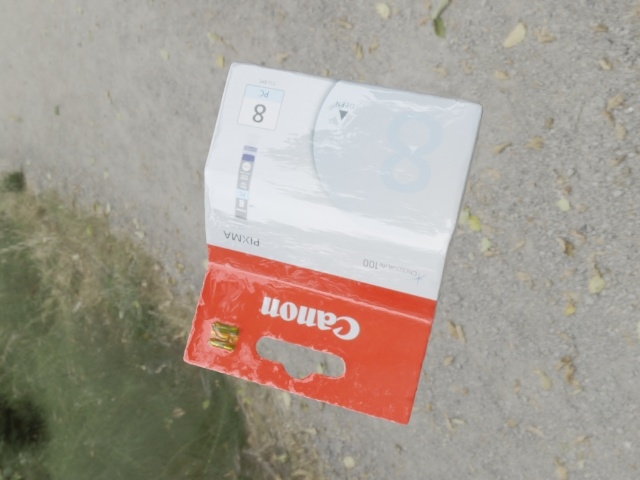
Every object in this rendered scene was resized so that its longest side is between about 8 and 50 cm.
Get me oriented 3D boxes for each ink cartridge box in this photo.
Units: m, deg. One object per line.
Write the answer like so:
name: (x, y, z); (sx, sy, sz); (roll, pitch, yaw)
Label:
ink cartridge box: (0.000, 0.000, 0.805); (0.308, 0.091, 0.384); (13, 87, 13)
